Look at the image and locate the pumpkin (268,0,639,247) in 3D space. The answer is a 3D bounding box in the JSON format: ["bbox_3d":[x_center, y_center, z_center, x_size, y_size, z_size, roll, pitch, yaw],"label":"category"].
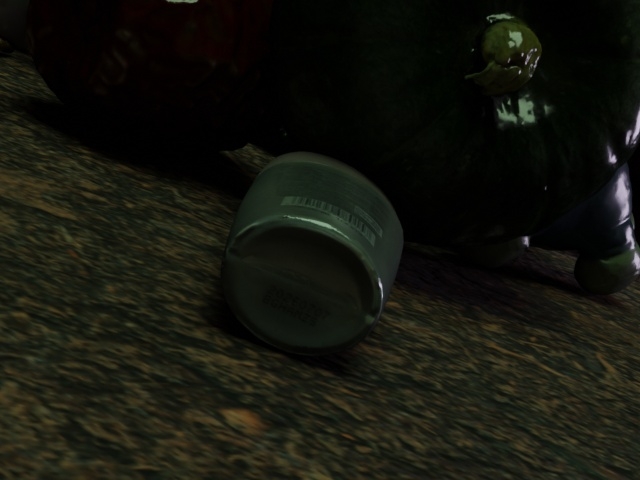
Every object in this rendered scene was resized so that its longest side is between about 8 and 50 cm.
[{"bbox_3d":[0.107,-0.145,1.104,0.300,0.300,0.207,17,-3,-16],"label":"pumpkin"}]

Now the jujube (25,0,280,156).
[{"bbox_3d":[-0.109,-0.163,1.198,0.213,0.213,0.232,28,19,33],"label":"jujube"}]

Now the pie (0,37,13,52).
[{"bbox_3d":[-0.310,-0.181,1.293,0.092,0.034,0.170,29,4,-9],"label":"pie"}]

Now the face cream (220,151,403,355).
[{"bbox_3d":[0.000,0.000,0.920,0.107,0.073,0.269,30,11,-3],"label":"face cream"}]

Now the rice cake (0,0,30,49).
[{"bbox_3d":[-0.396,-0.284,1.540,0.399,0.070,0.064,30,10,41],"label":"rice cake"}]

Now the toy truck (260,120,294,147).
[{"bbox_3d":[-0.045,-0.145,1.476,0.121,0.088,0.259,14,12,-35],"label":"toy truck"}]

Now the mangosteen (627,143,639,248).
[{"bbox_3d":[0.253,-0.092,1.528,0.289,0.231,0.231,-15,3,15],"label":"mangosteen"}]

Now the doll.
[{"bbox_3d":[0.159,-0.059,1.332,0.228,0.154,0.258,10,9,-29],"label":"doll"}]
